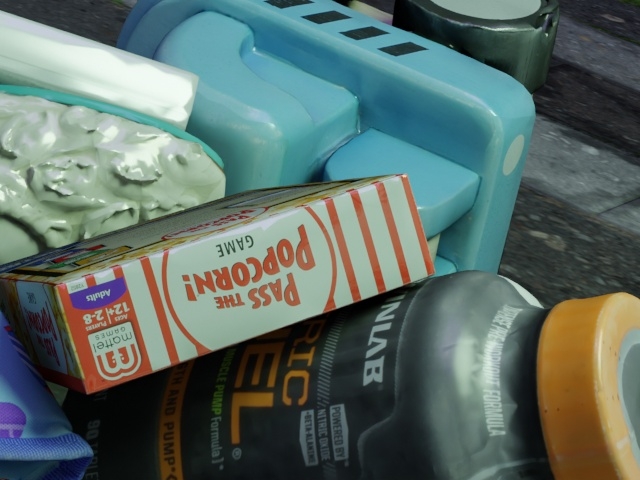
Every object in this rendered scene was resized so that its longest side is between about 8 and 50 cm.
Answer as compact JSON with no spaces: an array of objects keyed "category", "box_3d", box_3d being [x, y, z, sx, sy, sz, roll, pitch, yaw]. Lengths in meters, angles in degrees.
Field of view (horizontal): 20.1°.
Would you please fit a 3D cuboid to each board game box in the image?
[{"category":"board game box","box_3d":[-0.059,0.015,0.760,0.147,0.045,0.193,-18,6,-19]}]

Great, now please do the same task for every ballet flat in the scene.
[{"category":"ballet flat","box_3d":[-0.257,-0.011,0.941,0.409,0.147,0.147,9,19,6]}]

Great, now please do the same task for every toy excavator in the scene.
[{"category":"toy excavator","box_3d":[0.000,0.000,1.068,0.433,0.222,0.445,26,36,23]}]

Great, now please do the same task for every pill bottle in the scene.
[{"category":"pill bottle","box_3d":[0.022,0.085,0.738,0.246,0.130,0.130,-13,5,29]}]

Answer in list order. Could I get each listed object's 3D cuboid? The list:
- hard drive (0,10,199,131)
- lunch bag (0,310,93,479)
[{"category":"hard drive","box_3d":[-0.271,-0.091,1.017,0.353,0.047,0.233,17,-21,-17]},{"category":"lunch bag","box_3d":[-0.260,0.024,0.632,0.293,0.138,0.221,19,29,-55]}]
